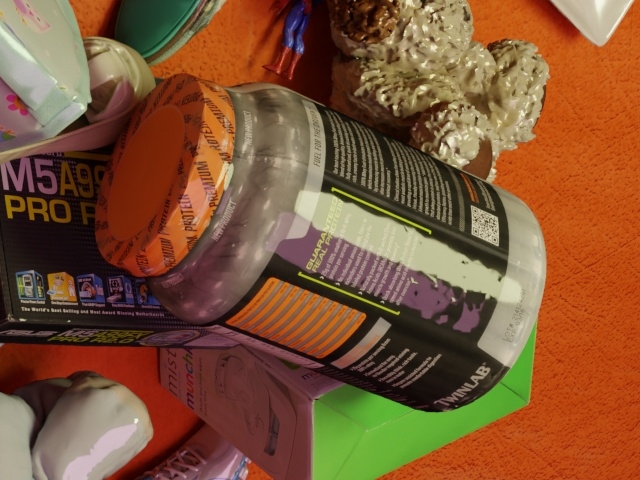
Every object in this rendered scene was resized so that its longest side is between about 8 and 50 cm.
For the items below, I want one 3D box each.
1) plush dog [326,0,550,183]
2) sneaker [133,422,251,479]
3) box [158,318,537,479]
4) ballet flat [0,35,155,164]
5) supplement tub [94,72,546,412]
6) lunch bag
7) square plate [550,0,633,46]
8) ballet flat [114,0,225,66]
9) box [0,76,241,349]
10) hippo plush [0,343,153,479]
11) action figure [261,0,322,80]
[{"bbox_3d":[0.072,-0.168,1.667,0.262,0.211,0.225,-42,130,-58],"label":"plush dog"},{"bbox_3d":[-0.138,0.231,1.758,0.083,0.071,0.190,38,85,-42],"label":"sneaker"},{"bbox_3d":[0.022,0.089,1.702,0.262,0.231,0.126,-22,128,-34],"label":"box"},{"bbox_3d":[-0.192,-0.106,1.398,0.248,0.086,0.086,-29,132,-48],"label":"ballet flat"},{"bbox_3d":[0.000,0.000,1.450,0.316,0.193,0.193,24,96,-29],"label":"supplement tub"},{"bbox_3d":[-0.282,-0.168,1.222,0.160,0.262,0.223,-53,129,-17],"label":"lunch bag"},{"bbox_3d":[0.263,-0.403,1.779,0.344,0.049,0.347,32,90,-48],"label":"square plate"},{"bbox_3d":[-0.093,-0.238,1.530,0.079,0.077,0.221,2,112,-65],"label":"ballet flat"},{"bbox_3d":[-0.167,-0.026,1.494,0.270,0.060,0.216,6,69,-45],"label":"box"},{"bbox_3d":[-0.309,0.144,1.484,0.236,0.234,0.294,52,55,-15],"label":"hippo plush"},{"bbox_3d":[-0.019,-0.199,1.647,0.038,0.030,0.115,22,92,-53],"label":"action figure"}]
